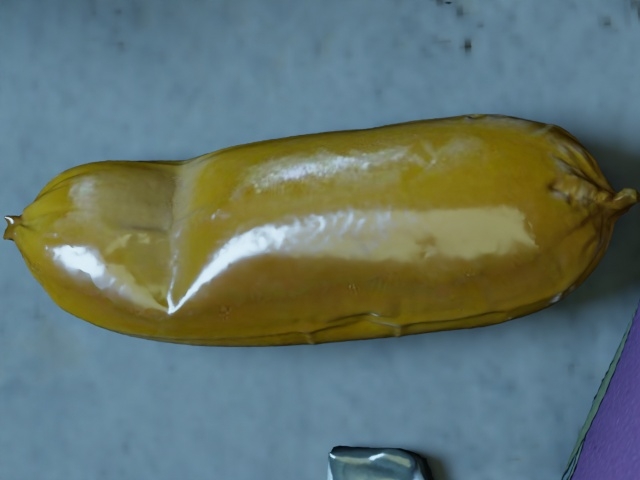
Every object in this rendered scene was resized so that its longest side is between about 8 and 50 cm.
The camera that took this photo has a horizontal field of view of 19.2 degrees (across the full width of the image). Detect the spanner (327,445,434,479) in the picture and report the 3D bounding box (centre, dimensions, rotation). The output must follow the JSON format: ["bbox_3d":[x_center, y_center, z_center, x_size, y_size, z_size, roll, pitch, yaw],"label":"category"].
[{"bbox_3d":[0.047,0.218,0.559,0.093,0.026,0.325,-13,88,10],"label":"spanner"}]

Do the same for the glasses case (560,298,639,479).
[{"bbox_3d":[0.096,0.086,0.484,0.076,0.123,0.316,23,90,-3],"label":"glasses case"}]

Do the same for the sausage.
[{"bbox_3d":[0.000,0.000,0.543,0.183,0.054,0.062,-7,59,11],"label":"sausage"}]
